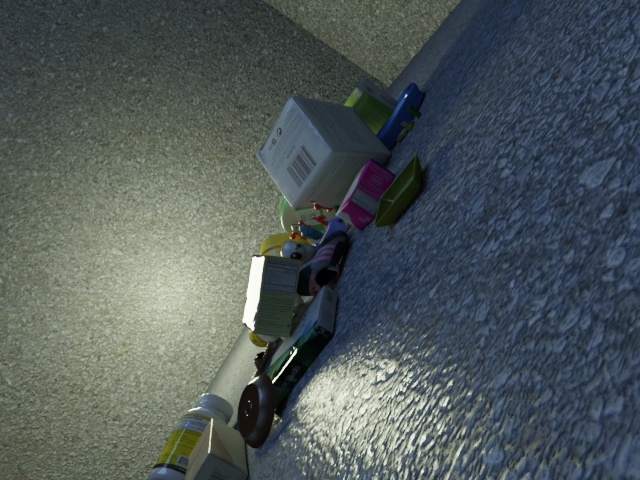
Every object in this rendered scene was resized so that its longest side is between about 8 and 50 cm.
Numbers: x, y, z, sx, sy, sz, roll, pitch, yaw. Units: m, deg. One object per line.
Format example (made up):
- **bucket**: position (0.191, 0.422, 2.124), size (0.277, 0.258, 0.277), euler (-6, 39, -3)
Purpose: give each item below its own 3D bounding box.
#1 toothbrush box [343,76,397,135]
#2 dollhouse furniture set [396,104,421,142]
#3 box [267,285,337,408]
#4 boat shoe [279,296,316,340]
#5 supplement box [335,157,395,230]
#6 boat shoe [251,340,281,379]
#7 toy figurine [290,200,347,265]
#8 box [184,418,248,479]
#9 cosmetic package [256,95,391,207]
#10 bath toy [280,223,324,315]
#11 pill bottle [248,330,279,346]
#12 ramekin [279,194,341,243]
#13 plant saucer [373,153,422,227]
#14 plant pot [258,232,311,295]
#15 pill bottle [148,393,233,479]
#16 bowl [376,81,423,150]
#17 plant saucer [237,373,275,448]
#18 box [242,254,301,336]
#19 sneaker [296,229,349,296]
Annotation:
- **toothbrush box**: position (0.193, -0.578, 2.328), size (0.283, 0.206, 0.122), euler (-50, 11, 43)
- **dollhouse furniture set**: position (0.349, -0.481, 2.059), size (0.152, 0.058, 0.076), euler (-50, 10, 45)
- **box**: position (-0.061, 0.311, 1.457), size (0.322, 0.058, 0.232), euler (-57, 7, 21)
- **boat shoe**: position (-0.060, 0.243, 1.662), size (0.226, 0.075, 0.083), euler (-61, 8, -26)
- **supplement box**: position (0.160, -0.163, 1.767), size (0.220, 0.114, 0.111), euler (-60, 8, -29)
- **boat shoe**: position (-0.213, 0.449, 1.857), size (0.183, 0.066, 0.066), euler (-56, 7, 12)
- **toy figurine**: position (0.000, 0.000, 1.908), size (0.363, 0.191, 0.217), euler (-61, 13, -18)
- **box**: position (-0.295, 0.633, 1.400), size (0.148, 0.121, 0.311), euler (-60, 8, -10)
- **cosmetic package**: position (0.013, -0.367, 2.127), size (0.393, 0.327, 0.329), euler (-7, -36, -47)
- **bath toy**: position (-0.080, 0.120, 1.781), size (0.129, 0.151, 0.348), euler (-163, 84, -73)
- **pill bottle**: position (-0.217, 0.365, 2.036), size (0.118, 0.117, 0.208), euler (-62, 9, -29)
- **ramekin**: position (-0.050, -0.130, 2.348), size (0.303, 0.303, 0.148), euler (-55, 15, 23)
- **plant saucer**: position (0.232, -0.134, 1.425), size (0.188, 0.045, 0.188), euler (-53, 9, 32)
- **plant pot**: position (-0.161, 0.135, 2.249), size (0.254, 0.254, 0.239), euler (-52, 25, 40)
- **pill bottle**: position (-0.434, 0.716, 1.734), size (0.188, 0.188, 0.334), euler (-52, 9, 40)
- **bowl**: position (0.343, -0.547, 2.314), size (0.391, 0.077, 0.391), euler (-57, 7, 11)
- **plant saucer**: position (-0.187, 0.472, 1.383), size (0.198, 0.036, 0.199), euler (-36, 46, 49)
- **box**: position (-0.164, 0.172, 1.612), size (0.213, 0.117, 0.243), euler (179, 101, -72)
- **sneaker**: position (0.034, 0.084, 1.714), size (0.131, 0.112, 0.319), euler (11, 45, 37)
